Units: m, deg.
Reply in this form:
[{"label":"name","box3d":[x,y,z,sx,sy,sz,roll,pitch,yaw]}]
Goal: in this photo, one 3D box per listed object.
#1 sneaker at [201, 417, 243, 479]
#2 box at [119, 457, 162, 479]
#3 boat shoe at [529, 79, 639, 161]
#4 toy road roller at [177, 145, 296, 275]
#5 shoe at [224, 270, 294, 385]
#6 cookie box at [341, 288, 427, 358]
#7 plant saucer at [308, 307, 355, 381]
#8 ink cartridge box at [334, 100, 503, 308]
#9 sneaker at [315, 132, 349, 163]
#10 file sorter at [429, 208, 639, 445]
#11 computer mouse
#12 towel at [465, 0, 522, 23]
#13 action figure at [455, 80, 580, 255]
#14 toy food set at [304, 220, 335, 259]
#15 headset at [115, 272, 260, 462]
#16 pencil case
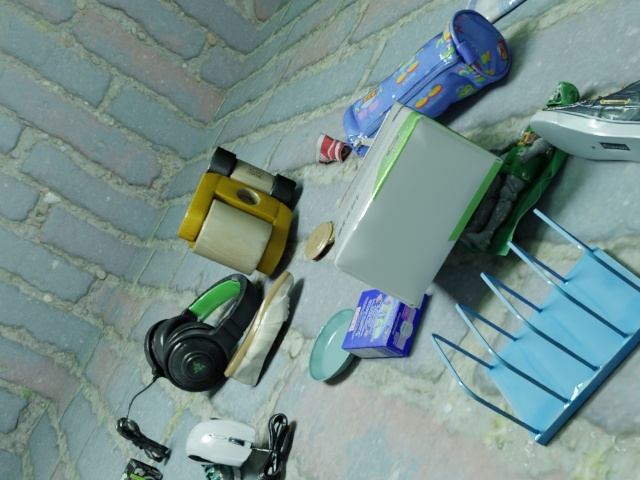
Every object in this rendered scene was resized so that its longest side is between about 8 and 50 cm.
[{"label":"sneaker","box3d":[-0.167,0.352,1.116,0.065,0.076,0.166,-47,24,29]},{"label":"box","box3d":[-0.360,0.482,1.380,0.083,0.062,0.052,-63,23,-12]},{"label":"boat shoe","box3d":[0.311,-0.132,0.735,0.083,0.065,0.183,-56,35,-7]},{"label":"toy road roller","box3d":[-0.194,-0.021,1.523,0.240,0.203,0.329,-59,13,33]},{"label":"shoe","box3d":[-0.096,0.157,1.263,0.219,0.058,0.076,-62,1,-18]},{"label":"cookie box","box3d":[0.084,0.109,0.943,0.107,0.040,0.091,-17,46,59]},{"label":"plant saucer","box3d":[0.026,0.156,1.034,0.119,0.021,0.119,-46,24,28]},{"label":"ink cartridge box","box3d":[0.109,-0.061,0.907,0.198,0.115,0.273,-61,6,13]},{"label":"sneaker","box3d":[0.026,-0.181,1.469,0.118,0.067,0.042,82,-149,-76]},{"label":"file sorter","box3d":[0.201,0.073,0.652,0.170,0.104,0.118,-53,23,13]},{"label":"computer mouse","box3d":[-0.135,0.304,1.054,0.193,0.042,0.106,-5,51,29]},{"label":"towel","box3d":[0.350,-0.477,1.158,0.285,0.034,0.209,-29,37,51]},{"label":"action figure","box3d":[0.242,-0.092,0.849,0.232,0.063,0.137,-56,18,-4]},{"label":"toy food set","box3d":[0.000,0.000,1.298,0.083,0.020,0.082,-57,21,5]},{"label":"headset","box3d":[-0.256,0.245,1.430,0.394,0.185,0.243,-49,22,-19]},{"label":"pencil case","box3d":[0.156,-0.233,1.132,0.306,0.119,0.133,-35,7,45]}]
